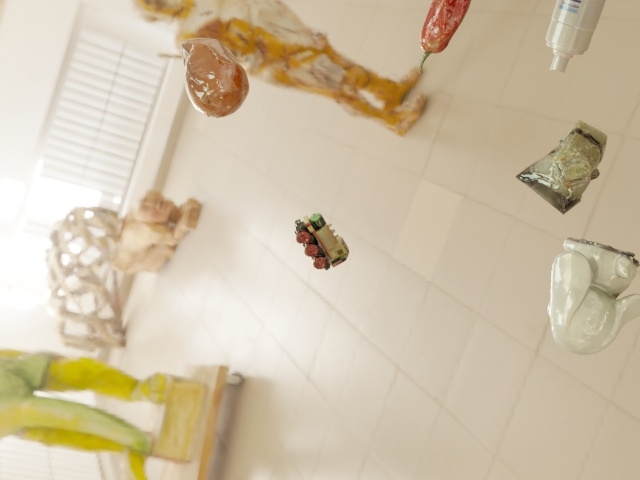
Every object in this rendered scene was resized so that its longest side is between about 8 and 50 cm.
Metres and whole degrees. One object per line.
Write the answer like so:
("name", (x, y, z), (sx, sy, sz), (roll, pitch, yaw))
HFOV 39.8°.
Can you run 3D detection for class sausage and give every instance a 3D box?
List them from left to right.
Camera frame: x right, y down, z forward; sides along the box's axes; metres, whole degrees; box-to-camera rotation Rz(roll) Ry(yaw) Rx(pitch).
("sausage", (-0.156, -0.236, 1.273), (0.089, 0.089, 0.179), (-61, 35, 27))

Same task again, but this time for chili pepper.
("chili pepper", (0.200, -0.361, 1.440), (0.191, 0.059, 0.050), (-63, -2, 28))

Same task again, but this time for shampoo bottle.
("shampoo bottle", (0.505, -0.470, 1.699), (0.092, 0.092, 0.303), (-121, 40, -58))

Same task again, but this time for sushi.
("sushi", (0.548, -0.186, 1.861), (0.134, 0.273, 0.109), (40, 145, 20))

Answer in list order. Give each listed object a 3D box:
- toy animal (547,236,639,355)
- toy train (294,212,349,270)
("toy animal", (0.678, 0.138, 2.160), (0.174, 0.249, 0.289), (159, 116, -80))
("toy train", (0.000, 0.000, 1.925), (0.087, 0.138, 0.050), (-31, 26, 5))
